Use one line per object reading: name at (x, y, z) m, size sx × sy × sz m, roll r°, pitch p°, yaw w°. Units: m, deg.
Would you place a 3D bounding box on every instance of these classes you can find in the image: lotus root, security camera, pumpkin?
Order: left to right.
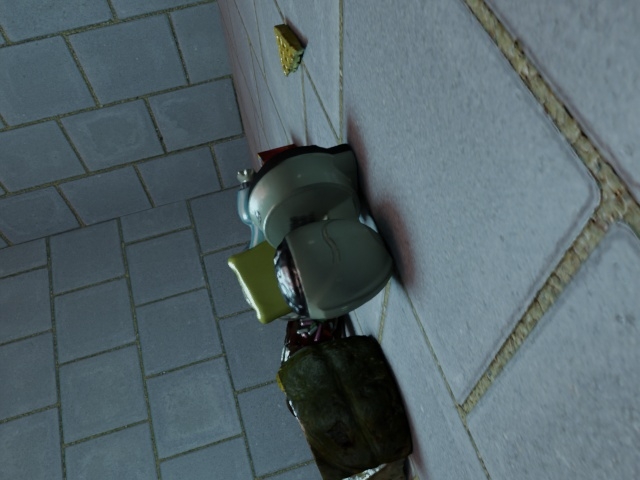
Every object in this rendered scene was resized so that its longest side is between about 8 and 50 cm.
security camera at (0.000, 0.000, 0.910) m, size 0.197 × 0.191 × 0.277 m, roll 86°, pitch 165°, yaw -52°
pumpkin at (0.048, 0.346, 1.217) m, size 0.303 × 0.225 × 0.256 m, roll -160°, pitch 50°, yaw -73°
lotus root at (0.124, 0.562, 1.314) m, size 0.261 × 0.170 × 0.074 m, roll 72°, pitch 180°, yaw -47°

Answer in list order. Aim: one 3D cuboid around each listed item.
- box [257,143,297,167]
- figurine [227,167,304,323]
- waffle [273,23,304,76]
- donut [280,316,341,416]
box at (-0.103, -0.209, 1.492) m, size 0.175 × 0.112 × 0.048 m, roll -126°, pitch 22°, yaw -66°
figurine at (-0.102, 0.020, 1.445) m, size 0.377 × 0.266 × 0.362 m, roll 144°, pitch 115°, yaw -82°
waffle at (-0.055, -0.356, 1.136) m, size 0.191 × 0.032 × 0.125 m, roll -113°, pitch 12°, yaw -50°
donut at (-0.017, 0.282, 1.549) m, size 0.345 × 0.136 × 0.259 m, roll -75°, pitch -14°, yaw -54°
